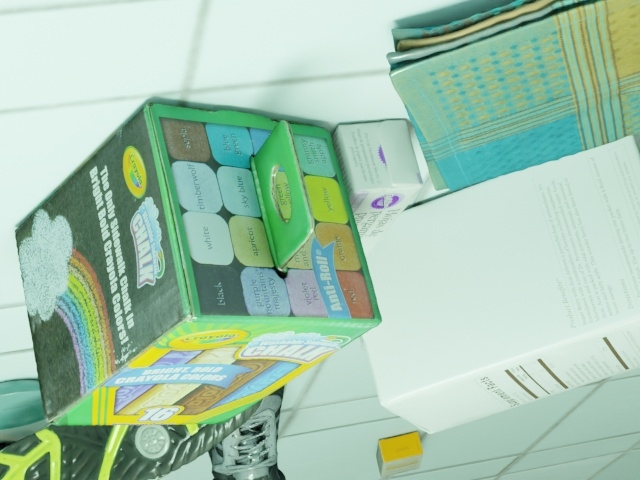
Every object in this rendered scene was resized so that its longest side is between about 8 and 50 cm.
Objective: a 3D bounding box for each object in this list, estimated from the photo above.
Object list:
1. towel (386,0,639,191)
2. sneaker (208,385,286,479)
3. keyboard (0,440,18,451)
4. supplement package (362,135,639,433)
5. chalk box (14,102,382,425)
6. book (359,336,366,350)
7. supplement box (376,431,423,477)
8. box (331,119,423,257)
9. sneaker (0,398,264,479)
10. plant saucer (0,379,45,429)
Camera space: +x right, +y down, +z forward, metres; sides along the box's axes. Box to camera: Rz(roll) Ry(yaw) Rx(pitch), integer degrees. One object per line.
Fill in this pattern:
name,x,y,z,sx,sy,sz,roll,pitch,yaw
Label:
towel,0.245,-0.147,1.159,0.370,0.040,0.271,-18,158,6
sneaker,-0.080,0.244,1.751,0.101,0.153,0.268,-9,158,-13
keyboard,-0.369,0.257,1.784,0.108,0.023,0.180,-24,158,38
supplement package,0.193,0.047,1.407,0.293,0.177,0.175,-19,158,14
chalk box,-0.083,0.013,1.152,0.179,0.180,0.289,5,153,-39
book,0.123,0.090,1.675,0.096,0.035,0.144,6,152,-33
supplement box,0.117,0.319,2.217,0.062,0.036,0.098,-12,158,-6
box,0.000,0.000,1.325,0.063,0.067,0.324,-6,156,-22
sneaker,-0.213,0.205,1.613,0.385,0.145,0.147,-30,173,20
plant saucer,-0.334,0.175,1.603,0.119,0.021,0.119,-12,158,-5
